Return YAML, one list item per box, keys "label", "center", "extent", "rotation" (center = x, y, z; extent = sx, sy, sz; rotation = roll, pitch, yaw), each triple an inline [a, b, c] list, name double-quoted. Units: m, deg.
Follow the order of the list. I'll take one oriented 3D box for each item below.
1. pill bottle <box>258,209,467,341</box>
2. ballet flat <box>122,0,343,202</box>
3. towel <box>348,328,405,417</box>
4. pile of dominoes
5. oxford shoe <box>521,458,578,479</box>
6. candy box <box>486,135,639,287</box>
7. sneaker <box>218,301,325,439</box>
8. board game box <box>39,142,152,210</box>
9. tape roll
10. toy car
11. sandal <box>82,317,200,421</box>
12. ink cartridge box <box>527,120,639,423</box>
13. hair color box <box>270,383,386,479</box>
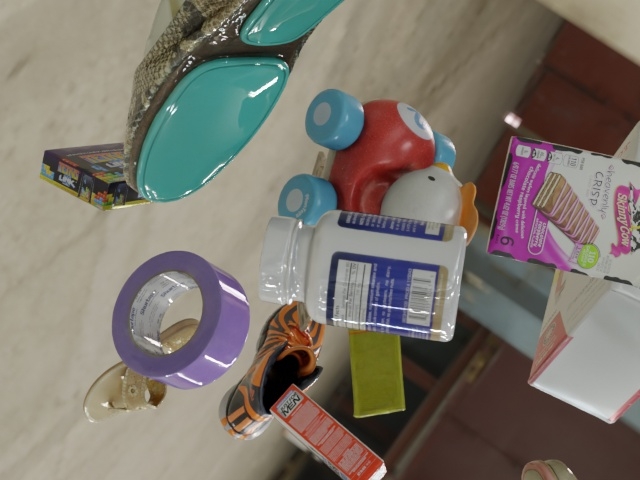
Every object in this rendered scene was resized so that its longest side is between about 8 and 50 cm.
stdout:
- label: "pill bottle"
  center: [0.040, 0.029, 1.212]
  extent: [0.112, 0.187, 0.112]
  rotation: [8, 90, -84]
- label: "ballet flat"
  center: [-0.088, -0.239, 1.338]
  extent: [0.164, 0.182, 0.483]
  rotation: [-4, 150, -37]
- label: "towel"
  center: [0.095, 0.191, 2.263]
  extent: [0.021, 0.102, 0.237]
  rotation: [27, 54, -54]
- label: "pile of dominoes"
  center: [0.000, 0.000, 2.149]
  extent: [0.196, 0.040, 0.251]
  rotation: [120, -31, -51]
- label: "oxford shoe"
  center: [0.420, 0.471, 1.824]
  extent: [0.146, 0.397, 0.140]
  rotation: [-29, -175, -17]
- label: "candy box"
  center: [0.345, -0.036, 1.654]
  extent: [0.071, 0.233, 0.159]
  rotation: [-36, 137, -81]
- label: "sneaker"
  center: [-0.043, 0.202, 2.222]
  extent: [0.180, 0.125, 0.321]
  rotation: [-40, -163, 49]
- label: "board game box"
  center: [-0.309, -0.099, 1.916]
  extent: [0.170, 0.141, 0.048]
  rotation: [-13, 124, -54]
- label: "tape roll"
  center: [-0.202, 0.115, 1.839]
  extent: [0.189, 0.189, 0.080]
  rotation: [-55, 145, 0]
- label: "toy car"
  center: [0.116, -0.058, 1.558]
  extent: [0.219, 0.238, 0.210]
  rotation: [17, 91, -44]
- label: "sandal"
  center: [-0.269, 0.223, 1.986]
  extent: [0.240, 0.079, 0.088]
  rotation: [-40, 134, 5]
- label: "ink cartridge box"
  center: [0.483, 0.045, 2.007]
  extent: [0.279, 0.160, 0.384]
  rotation: [117, -3, -49]
- label: "hair color box"
  center: [0.012, 0.279, 1.776]
  extent: [0.053, 0.167, 0.093]
  rotation: [-47, 163, -10]
